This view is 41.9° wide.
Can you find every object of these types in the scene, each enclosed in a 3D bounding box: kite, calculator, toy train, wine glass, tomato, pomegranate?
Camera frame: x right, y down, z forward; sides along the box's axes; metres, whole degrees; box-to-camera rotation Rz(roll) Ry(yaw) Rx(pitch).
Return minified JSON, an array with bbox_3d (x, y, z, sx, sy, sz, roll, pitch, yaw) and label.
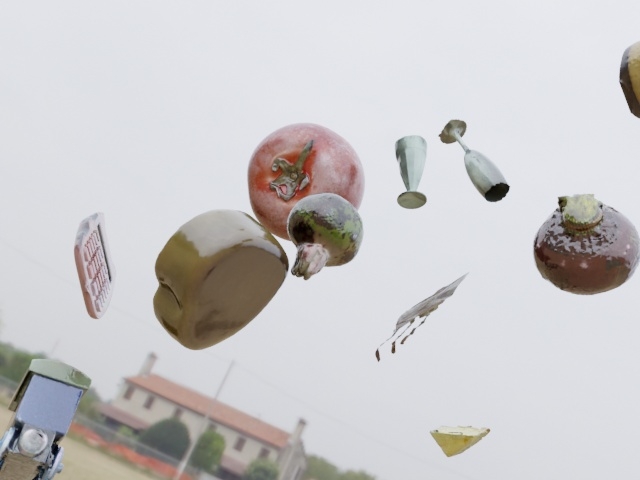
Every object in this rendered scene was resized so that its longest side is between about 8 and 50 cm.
[{"bbox_3d":[0.135,0.120,1.233,0.016,0.127,0.229,56,-33,19],"label":"kite"},{"bbox_3d":[-0.539,0.057,1.988,0.048,0.220,0.329,-8,18,-5],"label":"calculator"},{"bbox_3d":[-0.510,0.347,1.496,0.131,0.202,0.300,25,-35,-16],"label":"toy train"},{"bbox_3d":[0.192,-0.146,1.790,0.073,0.155,0.073,4,-32,3],"label":"wine glass"},{"bbox_3d":[-0.027,-0.127,1.882,0.270,0.270,0.227,18,-1,22],"label":"tomato"},{"bbox_3d":[-0.005,-0.004,1.433,0.138,0.163,0.125,52,-16,-30],"label":"pomegranate"},{"bbox_3d":[0.296,-0.151,1.609,0.066,0.066,0.198,44,16,-47],"label":"wine glass"}]

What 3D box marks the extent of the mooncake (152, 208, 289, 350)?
[{"bbox_3d":[-0.160,0.052,1.342,0.117,0.235,0.235,37,-9,29],"label":"mooncake"}]

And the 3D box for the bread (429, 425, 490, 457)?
[{"bbox_3d":[0.318,0.438,1.913,0.084,0.109,0.080,0,52,-53],"label":"bread"}]

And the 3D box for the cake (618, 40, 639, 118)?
[{"bbox_3d":[0.794,-0.373,1.862,0.185,0.207,0.178,37,-24,-31],"label":"cake"}]

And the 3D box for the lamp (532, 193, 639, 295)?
[{"bbox_3d":[0.391,0.002,1.235,0.157,0.156,0.135,38,-25,38],"label":"lamp"}]
